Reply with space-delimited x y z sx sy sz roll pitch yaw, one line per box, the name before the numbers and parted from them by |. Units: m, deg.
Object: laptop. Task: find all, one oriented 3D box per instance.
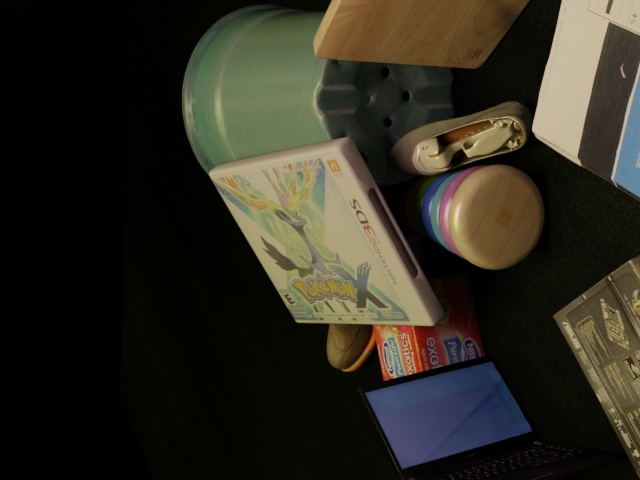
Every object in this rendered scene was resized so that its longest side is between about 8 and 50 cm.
laptop | 0.221 0.246 1.281 0.264 0.234 0.137 -12 88 66

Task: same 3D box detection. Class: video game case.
video game case | 0.000 0.000 1.426 0.329 0.036 0.300 -5 121 52

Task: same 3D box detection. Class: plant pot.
plant pot | 0.011 -0.217 1.494 0.334 0.341 0.341 8 106 55

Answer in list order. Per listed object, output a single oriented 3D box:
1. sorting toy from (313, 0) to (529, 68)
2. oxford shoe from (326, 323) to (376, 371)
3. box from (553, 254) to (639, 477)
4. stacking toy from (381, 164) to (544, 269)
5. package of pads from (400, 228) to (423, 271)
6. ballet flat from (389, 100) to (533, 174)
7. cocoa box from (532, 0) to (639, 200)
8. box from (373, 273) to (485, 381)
sorting toy | 0.141 -0.342 1.227 0.257 0.255 0.089 124 140 -56
oxford shoe | 0.038 0.100 1.733 0.130 0.132 0.364 52 143 45
box | 0.379 0.146 1.079 0.231 0.056 0.183 64 155 17
stacking toy | 0.184 -0.053 1.400 0.330 0.141 0.141 -157 60 -68
package of pads | 0.148 0.024 1.594 0.050 0.032 0.083 20 117 59
ballet flat | 0.185 -0.130 1.295 0.072 0.213 0.068 58 -152 -26
cocoa box | 0.375 -0.149 0.682 0.228 0.347 0.231 46 138 49
box | 0.175 0.190 1.487 0.128 0.122 0.257 -23 77 63
